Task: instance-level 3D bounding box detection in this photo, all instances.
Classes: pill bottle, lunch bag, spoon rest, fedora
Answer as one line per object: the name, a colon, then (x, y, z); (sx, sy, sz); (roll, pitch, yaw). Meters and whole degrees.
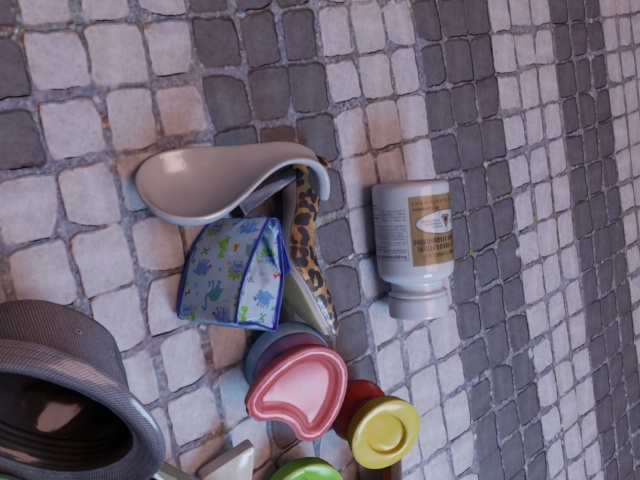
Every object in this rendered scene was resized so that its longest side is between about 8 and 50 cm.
pill bottle: (0.159, 0.013, 1.368); (0.131, 0.131, 0.229); (-11, 98, -44)
lunch bag: (-0.115, 0.042, 1.096); (0.096, 0.129, 0.151); (17, 77, -49)
spoon rest: (-0.110, -0.084, 1.081); (0.276, 0.137, 0.084); (-10, 138, -29)
fedora: (-0.297, 0.161, 0.889); (0.275, 0.243, 0.124); (40, 34, -33)

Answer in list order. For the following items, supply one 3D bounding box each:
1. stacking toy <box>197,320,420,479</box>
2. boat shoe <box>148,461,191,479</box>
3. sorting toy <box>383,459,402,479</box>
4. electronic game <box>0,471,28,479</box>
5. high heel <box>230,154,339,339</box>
stacking toy: (-0.035, 0.282, 1.233); (0.279, 0.130, 0.309); (-48, 123, -2)
boat shoe: (-0.174, 0.376, 1.065); (0.307, 0.110, 0.104); (37, 63, -26)
sorting toy: (0.131, 0.474, 1.355); (0.193, 0.038, 0.208); (-68, 151, -76)
electronic game: (-0.362, 0.353, 0.837); (0.229, 0.048, 0.229); (13, 50, -16)
high heel: (0.000, 0.000, 1.206); (0.186, 0.093, 0.261); (-35, 96, -33)
